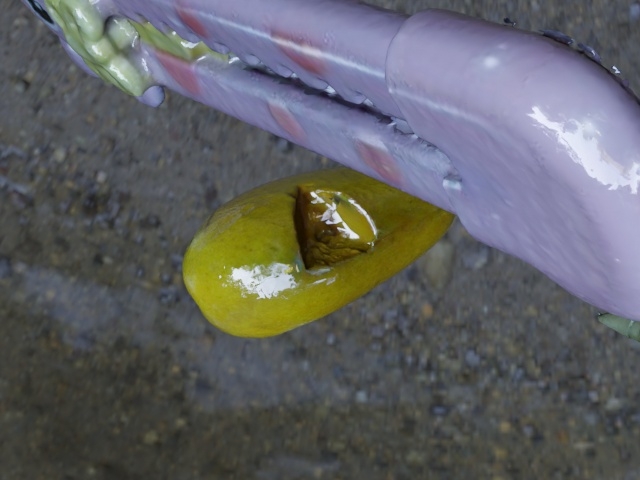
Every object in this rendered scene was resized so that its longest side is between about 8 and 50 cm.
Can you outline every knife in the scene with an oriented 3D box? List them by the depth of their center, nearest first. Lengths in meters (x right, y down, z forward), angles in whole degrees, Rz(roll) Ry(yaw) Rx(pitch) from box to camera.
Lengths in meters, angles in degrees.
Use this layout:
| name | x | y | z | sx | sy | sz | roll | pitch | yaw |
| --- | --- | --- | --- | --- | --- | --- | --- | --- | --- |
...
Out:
| name | x | y | z | sx | sy | sz | roll | pitch | yaw |
| --- | --- | --- | --- | --- | --- | --- | --- | --- | --- |
| knife | -0.031 | -0.062 | 0.477 | 0.038 | 0.398 | 0.132 | -47 | 128 | -14 |

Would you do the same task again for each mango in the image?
| name | x | y | z | sx | sy | sz | roll | pitch | yaw |
| --- | --- | --- | --- | --- | --- | --- | --- | --- | --- |
| mango | 0.000 | 0.000 | 1.321 | 0.262 | 0.167 | 0.130 | -25 | 106 | -16 |

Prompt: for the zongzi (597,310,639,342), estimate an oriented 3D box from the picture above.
| name | x | y | z | sx | sy | sz | roll | pitch | yaw |
| --- | --- | --- | --- | --- | --- | --- | --- | --- | --- |
| zongzi | 0.295 | 0.031 | 1.040 | 0.130 | 0.154 | 0.062 | 17 | 137 | 49 |
